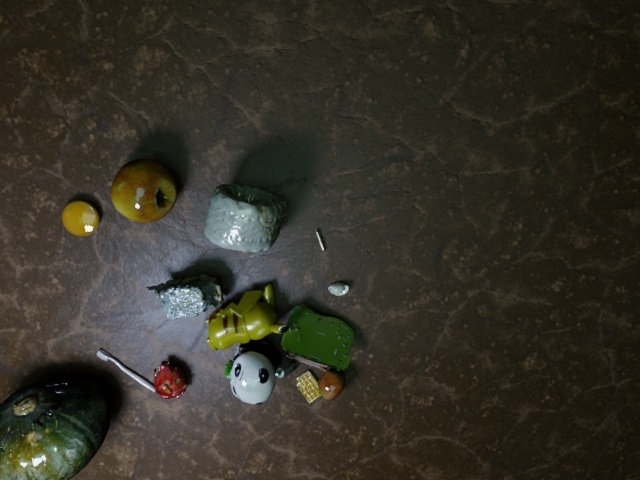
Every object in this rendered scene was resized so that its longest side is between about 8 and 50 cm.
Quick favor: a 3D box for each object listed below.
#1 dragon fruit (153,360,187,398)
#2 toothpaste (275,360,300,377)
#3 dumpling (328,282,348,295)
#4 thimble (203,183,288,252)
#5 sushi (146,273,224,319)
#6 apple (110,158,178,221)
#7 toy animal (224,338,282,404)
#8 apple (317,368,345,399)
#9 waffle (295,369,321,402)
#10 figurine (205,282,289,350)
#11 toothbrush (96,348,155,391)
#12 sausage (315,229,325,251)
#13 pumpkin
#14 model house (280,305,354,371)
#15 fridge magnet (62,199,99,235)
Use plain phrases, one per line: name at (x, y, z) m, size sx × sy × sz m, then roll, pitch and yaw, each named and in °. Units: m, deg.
dragon fruit at (-0.630, 0.587, 1.760) m, size 0.136 × 0.133 × 0.165 m, roll -13°, pitch 102°, yaw 9°
toothpaste at (-0.127, 0.516, 1.709) m, size 0.038 × 0.233 × 0.060 m, roll 33°, pitch 97°, yaw 19°
dumpling at (0.074, 0.204, 1.739) m, size 0.077 × 0.043 × 0.059 m, roll -16°, pitch 118°, yaw -13°
thimble at (-0.272, -0.083, 1.561) m, size 0.292 × 0.291 × 0.195 m, roll 16°, pitch 107°, yaw -4°
sushi at (-0.523, 0.218, 1.661) m, size 0.275 × 0.184 × 0.139 m, roll -9°, pitch 99°, yaw 4°
apple at (-0.658, -0.184, 1.567) m, size 0.208 × 0.237 × 0.236 m, roll 21°, pitch 101°, yaw 23°
toy animal at (-0.275, 0.522, 1.687) m, size 0.213 × 0.266 × 0.212 m, roll 1°, pitch 104°, yaw 4°
apple at (0.045, 0.603, 1.775) m, size 0.102 × 0.126 × 0.126 m, roll 39°, pitch 98°, yaw 9°
waffle at (-0.051, 0.632, 1.830) m, size 0.092 × 0.021 × 0.135 m, roll -34°, pitch 99°, yaw 6°
figurine at (-0.299, 0.314, 1.696) m, size 0.327 × 0.169 × 0.218 m, roll -12°, pitch 59°, yaw -5°
toothbrush at (-0.823, 0.563, 1.807) m, size 0.307 × 0.025 × 0.029 m, roll 38°, pitch 107°, yaw -7°
sausage at (0.000, 0.000, 1.710) m, size 0.015 × 0.015 × 0.100 m, roll -20°, pitch 101°, yaw 3°
pumpkin at (-1.062, 0.736, 1.636) m, size 0.455 × 0.454 × 0.343 m, roll -13°, pitch 117°, yaw 2°
model house at (-0.029, 0.416, 1.749) m, size 0.294 × 0.154 × 0.206 m, roll 24°, pitch 57°, yaw -13°
fridge magnet at (-0.938, -0.087, 1.660) m, size 0.143 × 0.063 × 0.142 m, roll 0°, pitch 100°, yaw -2°
